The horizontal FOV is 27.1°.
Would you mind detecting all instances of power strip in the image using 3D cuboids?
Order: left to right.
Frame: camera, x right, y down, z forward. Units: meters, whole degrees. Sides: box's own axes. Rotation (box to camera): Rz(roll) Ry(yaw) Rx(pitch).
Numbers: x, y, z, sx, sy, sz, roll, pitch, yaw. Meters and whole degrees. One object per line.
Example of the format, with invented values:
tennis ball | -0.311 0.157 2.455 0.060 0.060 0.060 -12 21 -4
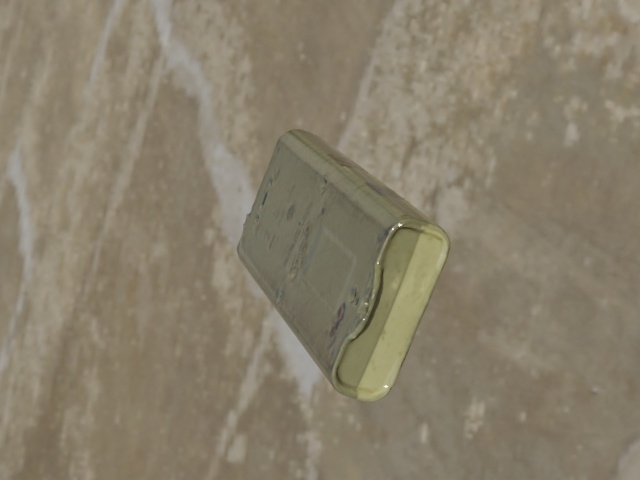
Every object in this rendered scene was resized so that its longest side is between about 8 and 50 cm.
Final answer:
power strip | 0.000 0.000 0.728 0.092 0.034 0.268 -69 20 9
